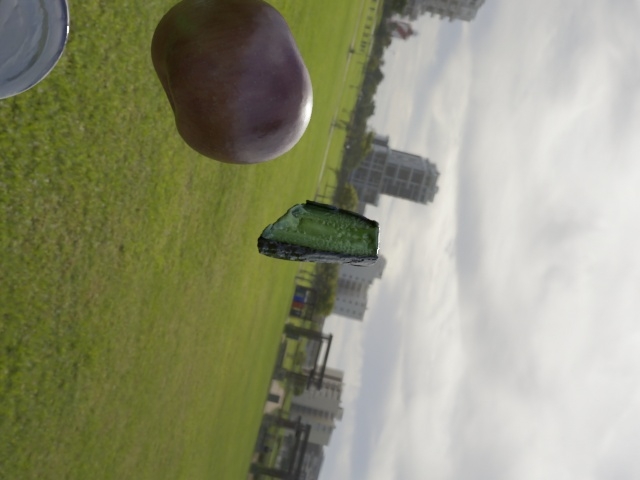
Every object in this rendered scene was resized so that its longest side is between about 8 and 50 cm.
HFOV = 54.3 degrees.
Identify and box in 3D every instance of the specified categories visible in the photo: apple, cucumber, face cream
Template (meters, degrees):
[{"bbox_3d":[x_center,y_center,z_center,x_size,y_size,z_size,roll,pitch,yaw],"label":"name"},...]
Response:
[{"bbox_3d":[-0.156,-0.280,1.092,0.306,0.235,0.305,161,-90,-74],"label":"apple"},{"bbox_3d":[0.000,0.000,1.025,0.115,0.193,0.085,-82,178,-49],"label":"cucumber"},{"bbox_3d":[-0.365,-0.248,0.635,0.153,0.177,0.177,42,-50,40],"label":"face cream"}]
